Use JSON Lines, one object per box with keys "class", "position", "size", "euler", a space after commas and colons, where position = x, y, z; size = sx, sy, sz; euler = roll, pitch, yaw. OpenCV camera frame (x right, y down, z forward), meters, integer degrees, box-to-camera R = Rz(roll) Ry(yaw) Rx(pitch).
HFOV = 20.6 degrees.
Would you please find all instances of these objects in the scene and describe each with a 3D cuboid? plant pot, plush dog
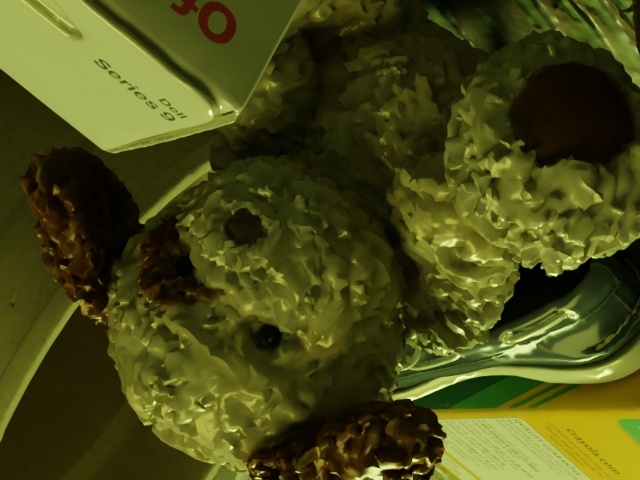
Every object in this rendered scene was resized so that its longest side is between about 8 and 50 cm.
{"class": "plant pot", "position": [-0.211, 0.012, 1.024], "size": [0.305, 0.334, 0.334], "euler": [31, 158, 19]}
{"class": "plush dog", "position": [0.000, 0.000, 0.786], "size": [0.262, 0.225, 0.210], "euler": [38, 165, 26]}

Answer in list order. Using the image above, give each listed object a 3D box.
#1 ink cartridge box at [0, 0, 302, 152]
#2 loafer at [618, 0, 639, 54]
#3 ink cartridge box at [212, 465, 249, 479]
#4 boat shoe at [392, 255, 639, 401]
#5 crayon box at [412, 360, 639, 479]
{"class": "ink cartridge box", "position": [-0.059, -0.160, 0.604], "size": [0.154, 0.212, 0.093], "euler": [38, 153, -25]}
{"class": "loafer", "position": [0.245, -0.005, 0.741], "size": [0.366, 0.134, 0.130], "euler": [54, -174, -31]}
{"class": "ink cartridge box", "position": [-0.172, 0.204, 1.538], "size": [0.207, 0.119, 0.353], "euler": [25, 156, 4]}
{"class": "boat shoe", "position": [0.073, 0.041, 1.010], "size": [0.254, 0.095, 0.079], "euler": [-2, 145, 44]}
{"class": "crayon box", "position": [0.217, 0.121, 1.041], "size": [0.203, 0.083, 0.323], "euler": [41, 153, -28]}
